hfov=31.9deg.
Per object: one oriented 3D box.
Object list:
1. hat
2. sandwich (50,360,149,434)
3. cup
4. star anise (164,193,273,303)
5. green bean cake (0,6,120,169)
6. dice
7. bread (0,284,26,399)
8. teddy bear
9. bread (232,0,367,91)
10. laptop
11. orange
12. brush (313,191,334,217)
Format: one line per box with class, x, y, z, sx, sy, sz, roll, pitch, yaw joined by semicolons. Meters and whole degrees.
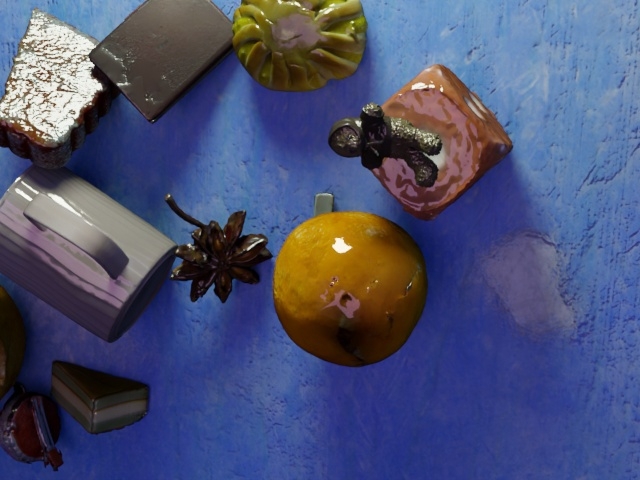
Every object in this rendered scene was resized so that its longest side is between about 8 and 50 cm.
hat;-0.573;0.349;2.052;0.228;0.129;0.140;-8;120;35
sandwich;-0.400;0.272;2.015;0.163;0.114;0.079;27;115;45
cup;-0.387;-0.002;1.820;0.273;0.208;0.288;34;138;3
star anise;-0.162;0.003;1.808;0.177;0.073;0.233;-12;136;-18
green bean cake;-0.440;-0.239;1.794;0.199;0.232;0.097;25;153;2
dice;0.171;-0.147;1.659;0.174;0.179;0.175;-43;85;22
bread;-0.663;0.181;1.975;0.312;0.172;0.312;4;102;20
teddy bear;0.093;-0.142;1.555;0.161;0.078;0.119;14;141;8
bread;-0.036;-0.323;1.711;0.214;0.105;0.213;4;102;17
laptop;-0.243;-0.305;1.770;0.207;0.026;0.154;-44;88;-7
orange;0.048;0.075;1.712;0.246;0.246;0.246;4;105;15
brush;0.000;0.000;1.825;0.033;0.030;0.178;5;116;-1
